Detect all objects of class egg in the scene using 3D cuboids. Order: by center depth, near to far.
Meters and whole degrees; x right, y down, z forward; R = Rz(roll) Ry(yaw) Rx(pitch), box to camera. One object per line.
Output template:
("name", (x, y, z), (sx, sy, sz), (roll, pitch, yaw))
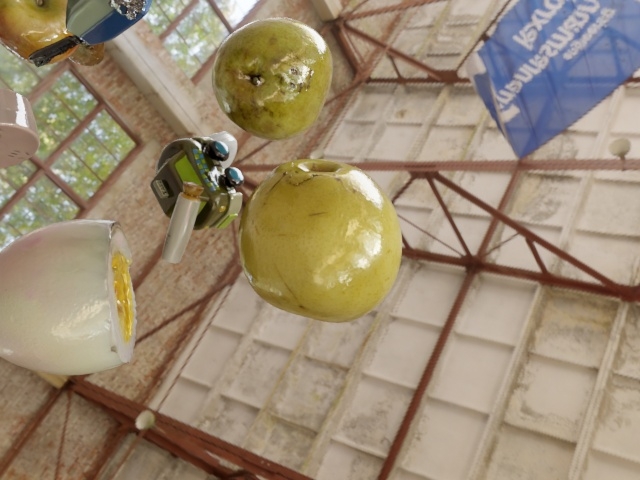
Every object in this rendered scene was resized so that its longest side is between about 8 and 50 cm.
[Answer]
("egg", (-0.616, 0.133, 1.451), (0.340, 0.354, 0.354), (-5, -141, -8))

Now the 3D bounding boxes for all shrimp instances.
("shrimp", (-0.619, -0.540, 1.709), (0.217, 0.115, 0.051), (-24, -139, 42))

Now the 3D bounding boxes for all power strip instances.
("power strip", (-0.549, -0.182, 1.050), (0.154, 0.154, 0.078), (-24, -106, 16))

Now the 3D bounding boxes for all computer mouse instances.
("computer mouse", (-0.361, -0.233, 1.901), (0.297, 0.121, 0.184), (-16, -165, 43))

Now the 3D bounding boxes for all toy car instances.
("toy car", (-0.337, -0.145, 1.626), (0.204, 0.198, 0.247), (-40, -108, 36))

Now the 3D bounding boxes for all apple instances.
("apple", (-0.600, -0.490, 1.348), (0.173, 0.210, 0.234), (5, -99, 62))

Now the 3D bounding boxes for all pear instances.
("pear", (0.000, 0.000, 1.311), (0.348, 0.348, 0.348), (-21, -140, 19))
("pear", (-0.123, -0.401, 1.564), (0.304, 0.304, 0.304), (-21, -140, 19))

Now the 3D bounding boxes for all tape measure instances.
("tape measure", (-0.399, -0.433, 1.147), (0.351, 0.098, 0.215), (-7, -119, 44))

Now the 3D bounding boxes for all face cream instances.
("face cream", (-0.306, -0.040, 1.411), (0.182, 0.051, 0.072), (-70, -156, 10))
